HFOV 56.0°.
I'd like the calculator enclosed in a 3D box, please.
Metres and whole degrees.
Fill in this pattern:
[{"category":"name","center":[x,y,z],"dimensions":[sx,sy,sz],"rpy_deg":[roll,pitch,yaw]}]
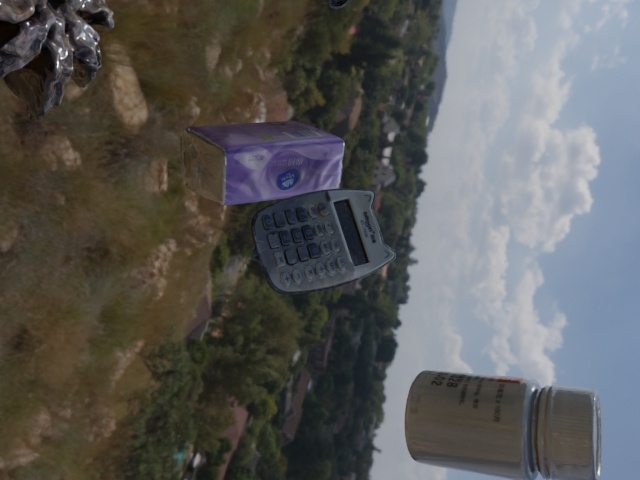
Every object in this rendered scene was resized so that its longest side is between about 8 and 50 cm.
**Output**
[{"category":"calculator","center":[0.000,0.000,1.065],"dimensions":[0.040,0.268,0.177],"rpy_deg":[-32,-108,60]}]

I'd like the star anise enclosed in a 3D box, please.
[{"category":"star anise","center":[-0.381,-0.320,0.802],"dimensions":[0.332,0.118,0.331],"rpy_deg":[9,90,-72]}]

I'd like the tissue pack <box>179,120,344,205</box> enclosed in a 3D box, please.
[{"category":"tissue pack","center":[-0.148,-0.194,1.479],"dimensions":[0.338,0.242,0.160],"rpy_deg":[-11,116,-33]}]

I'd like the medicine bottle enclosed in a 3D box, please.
[{"category":"medicine bottle","center":[0.257,0.262,0.849],"dimensions":[0.144,0.252,0.144],"rpy_deg":[1,88,-58]}]

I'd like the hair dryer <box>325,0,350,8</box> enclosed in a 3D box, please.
[{"category":"hair dryer","center":[0.093,-0.544,1.203],"dimensions":[0.057,0.198,0.100],"rpy_deg":[42,31,-73]}]
